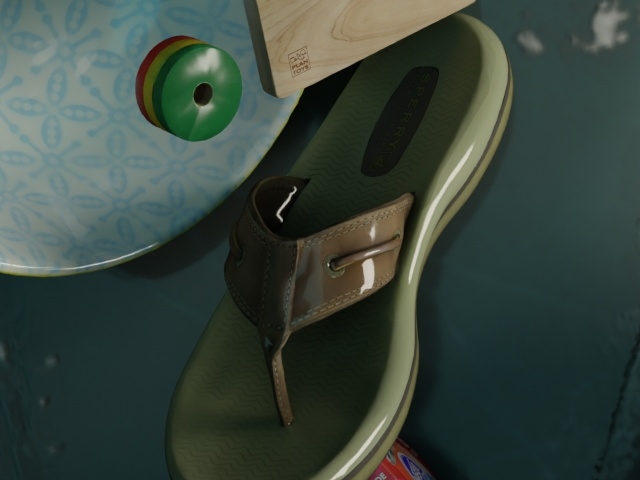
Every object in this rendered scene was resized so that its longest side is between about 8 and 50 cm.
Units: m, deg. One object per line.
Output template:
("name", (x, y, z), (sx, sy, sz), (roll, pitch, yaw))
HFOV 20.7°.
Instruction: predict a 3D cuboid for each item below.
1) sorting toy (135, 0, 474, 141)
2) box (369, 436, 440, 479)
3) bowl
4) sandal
("sorting toy", (0.013, -0.161, 0.855), (0.274, 0.046, 0.132), (-29, 124, -27))
("box", (-0.027, 0.221, 0.872), (0.257, 0.128, 0.123), (-43, 83, 4))
("bowl", (-0.150, -0.142, 0.865), (0.156, 0.289, 0.289), (27, 92, 47))
("sandal", (-0.001, -0.001, 0.841), (0.120, 0.086, 0.303), (5, 59, 31))
